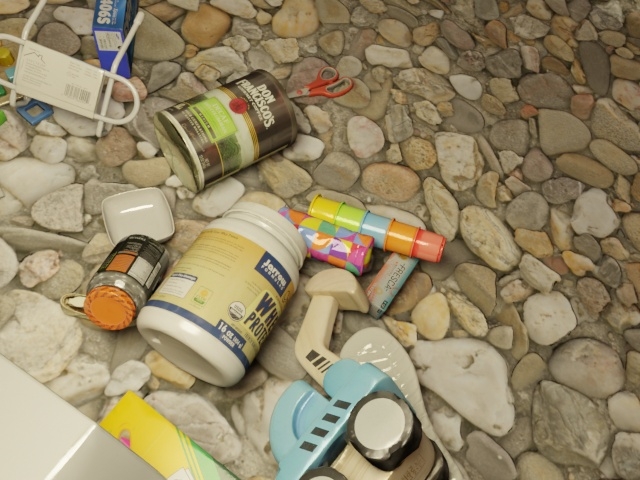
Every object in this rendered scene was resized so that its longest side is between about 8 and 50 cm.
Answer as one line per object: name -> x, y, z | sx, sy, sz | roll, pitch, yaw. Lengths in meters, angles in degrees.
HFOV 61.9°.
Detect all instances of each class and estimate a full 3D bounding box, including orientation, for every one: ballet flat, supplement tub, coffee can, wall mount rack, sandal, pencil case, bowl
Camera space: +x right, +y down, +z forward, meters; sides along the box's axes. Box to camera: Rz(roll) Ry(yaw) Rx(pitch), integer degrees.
ballet flat -> -0.443, 0.141, 1.081 | 0.168, 0.052, 0.057 | 8, 63, -8
supplement tub -> -0.382, 0.081, 1.051 | 0.116, 0.117, 0.190 | 14, 32, -4
coffee can -> -0.222, -0.261, 1.266 | 0.275, 0.202, 0.202 | -32, 72, -25
wall mount rack -> -0.564, -0.418, 1.226 | 0.349, 0.304, 0.130 | 19, 16, -11
sandal -> 0.146, 0.367, 1.052 | 0.169, 0.102, 0.417 | -24, 52, 2
pencil case -> 0.000, 0.000, 1.180 | 0.236, 0.104, 0.105 | 21, 59, 12
bowl -> -0.404, -0.042, 1.191 | 0.142, 0.053, 0.142 | -16, 66, -19
supplement tub -> -0.181, 0.099, 1.058 | 0.228, 0.228, 0.316 | 29, 60, 5

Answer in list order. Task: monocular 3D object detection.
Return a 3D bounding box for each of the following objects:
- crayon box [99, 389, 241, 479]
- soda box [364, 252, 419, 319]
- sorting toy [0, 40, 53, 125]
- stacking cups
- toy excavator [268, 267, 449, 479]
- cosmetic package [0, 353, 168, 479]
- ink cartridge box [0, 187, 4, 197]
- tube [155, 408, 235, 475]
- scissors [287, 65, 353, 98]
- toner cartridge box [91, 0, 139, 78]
crayon box -> -0.310, 0.486, 0.848 | 0.313, 0.106, 0.363 | 32, 64, 16
soda box -> 0.160, 0.091, 1.234 | 0.063, 0.058, 0.183 | 35, 61, 8
sorting toy -> -0.801, -0.415, 1.318 | 0.195, 0.047, 0.348 | -29, 70, -24
stacking cups -> 0.129, -0.029, 1.225 | 0.315, 0.096, 0.096 | 14, 58, 15
toy excavator -> 0.027, 0.282, 0.979 | 0.433, 0.222, 0.445 | -48, 43, -16
cosmetic package -> -0.463, 0.288, 0.790 | 0.452, 0.230, 0.162 | 18, 56, 31
ink cartridge box -> -0.869, -0.129, 1.009 | 0.384, 0.279, 0.160 | -32, 71, -26
tube -> -0.251, 0.402, 0.982 | 0.207, 0.052, 0.080 | 31, 55, 11
scissors -> -0.038, -0.411, 1.492 | 0.297, 0.021, 0.109 | -34, 74, -27
toner cartridge box -> -0.537, -0.618, 1.420 | 0.075, 0.165, 0.348 | 1, 62, -13
